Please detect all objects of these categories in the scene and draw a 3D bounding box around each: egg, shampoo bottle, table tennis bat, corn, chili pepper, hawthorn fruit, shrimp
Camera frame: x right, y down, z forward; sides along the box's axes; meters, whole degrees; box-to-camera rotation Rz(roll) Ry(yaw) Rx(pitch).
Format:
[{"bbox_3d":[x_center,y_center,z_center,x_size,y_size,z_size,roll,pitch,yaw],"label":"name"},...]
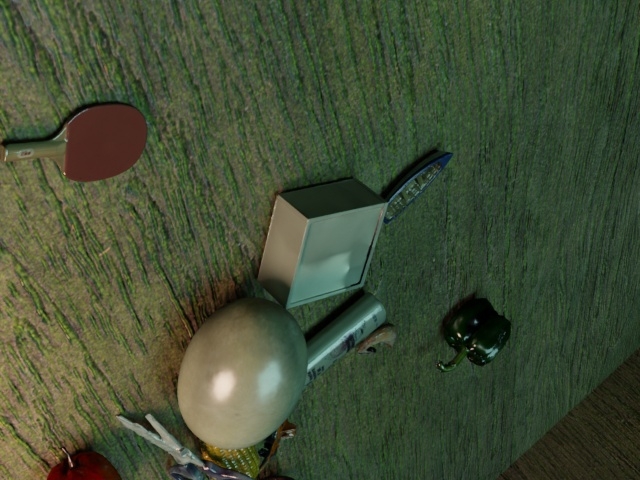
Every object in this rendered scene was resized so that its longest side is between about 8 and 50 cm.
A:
[{"bbox_3d":[-0.162,0.278,1.730,0.258,0.258,0.352,-1,133,-47],"label":"egg"},{"bbox_3d":[0.008,0.278,2.075,0.359,0.078,0.134,-38,154,-16],"label":"shampoo bottle"},{"bbox_3d":[-0.381,-0.151,1.310,0.246,0.022,0.138,-13,131,-43],"label":"table tennis bat"},{"bbox_3d":[-0.221,0.495,1.985,0.130,0.130,0.347,-33,140,-22],"label":"corn"},{"bbox_3d":[0.446,0.301,2.501,0.261,0.174,0.165,-47,170,-5],"label":"chili pepper"},{"bbox_3d":[-0.490,0.497,1.691,0.157,0.157,0.194,-29,122,-27],"label":"hawthorn fruit"},{"bbox_3d":[0.154,0.271,2.217,0.126,0.048,0.223,-34,161,0],"label":"shrimp"}]

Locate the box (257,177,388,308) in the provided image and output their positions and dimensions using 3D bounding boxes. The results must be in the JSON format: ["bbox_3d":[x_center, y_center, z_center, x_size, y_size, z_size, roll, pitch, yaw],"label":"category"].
[{"bbox_3d":[0.000,0.000,1.775,0.225,0.117,0.225,-13,131,-39],"label":"box"}]

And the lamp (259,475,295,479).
[{"bbox_3d":[-0.118,0.775,2.270,0.246,0.247,0.247,-28,140,-27],"label":"lamp"}]

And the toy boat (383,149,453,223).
[{"bbox_3d":[0.217,-0.134,1.945,0.229,0.046,0.080,-46,144,-6],"label":"toy boat"}]

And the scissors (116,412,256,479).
[{"bbox_3d":[-0.305,0.473,1.846,0.383,0.255,0.029,56,42,-43],"label":"scissors"}]

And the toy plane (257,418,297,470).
[{"bbox_3d":[-0.126,0.522,2.146,0.188,0.062,0.135,-42,150,-44],"label":"toy plane"}]
